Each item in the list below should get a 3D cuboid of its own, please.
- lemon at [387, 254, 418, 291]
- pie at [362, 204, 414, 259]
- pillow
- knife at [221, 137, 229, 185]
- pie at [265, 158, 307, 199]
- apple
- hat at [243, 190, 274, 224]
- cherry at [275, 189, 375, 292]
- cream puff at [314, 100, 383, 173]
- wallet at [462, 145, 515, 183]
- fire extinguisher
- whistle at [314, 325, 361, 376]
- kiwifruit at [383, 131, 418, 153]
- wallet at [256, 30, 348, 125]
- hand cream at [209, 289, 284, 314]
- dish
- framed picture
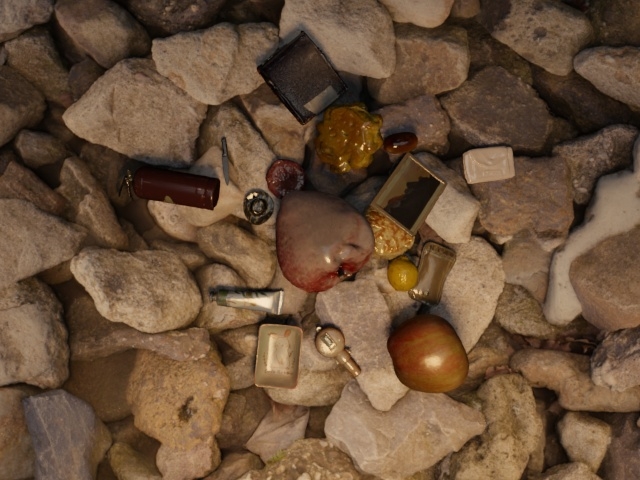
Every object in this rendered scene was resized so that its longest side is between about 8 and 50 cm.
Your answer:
[{"bbox_3d":[0.284,0.115,1.458,0.108,0.109,0.133,8,100,-2],"label":"lemon"},{"bbox_3d":[0.228,-0.037,1.472,0.178,0.084,0.205,-24,85,-12],"label":"pie"},{"bbox_3d":[0.396,0.121,1.500,0.130,0.033,0.218,23,87,-2],"label":"pillow"},{"bbox_3d":[-0.338,-0.280,1.492,0.023,0.010,0.171,-5,90,-3],"label":"knife"},{"bbox_3d":[-0.122,-0.216,1.485,0.153,0.038,0.154,0,87,0],"label":"pie"},{"bbox_3d":[0.348,0.375,1.384,0.233,0.257,0.257,-17,89,0],"label":"apple"},{"bbox_3d":[-0.218,-0.114,1.472,0.121,0.050,0.121,0,91,-3],"label":"hat"},{"bbox_3d":[0.012,-0.006,1.361,0.325,0.291,0.336,-11,75,20],"label":"cherry"},{"bbox_3d":[0.100,-0.346,1.418,0.196,0.244,0.244,-37,90,-39],"label":"cream puff"},{"bbox_3d":[0.612,-0.276,1.523,0.182,0.032,0.125,-7,91,-4],"label":"wallet"},{"bbox_3d":[-0.521,-0.176,1.432,0.336,0.114,0.136,10,115,-2],"label":"fire extinguisher"},{"bbox_3d":[0.060,0.387,1.468,0.107,0.057,0.220,-40,92,-4],"label":"whistle"},{"bbox_3d":[0.285,-0.346,1.490,0.124,0.075,0.076,-12,89,1],"label":"kiwifruit"},{"bbox_3d":[-0.063,-0.572,1.491,0.221,0.071,0.262,-41,94,-8],"label":"wallet"},{"bbox_3d":[-0.255,0.205,1.467,0.255,0.055,0.088,6,92,-9],"label":"hand cream"},{"bbox_3d":[-0.143,0.394,1.448,0.151,0.077,0.213,5,88,-1],"label":"dish"},{"bbox_3d":[0.315,-0.164,1.474,0.192,0.018,0.266,37,69,-2],"label":"framed picture"}]
